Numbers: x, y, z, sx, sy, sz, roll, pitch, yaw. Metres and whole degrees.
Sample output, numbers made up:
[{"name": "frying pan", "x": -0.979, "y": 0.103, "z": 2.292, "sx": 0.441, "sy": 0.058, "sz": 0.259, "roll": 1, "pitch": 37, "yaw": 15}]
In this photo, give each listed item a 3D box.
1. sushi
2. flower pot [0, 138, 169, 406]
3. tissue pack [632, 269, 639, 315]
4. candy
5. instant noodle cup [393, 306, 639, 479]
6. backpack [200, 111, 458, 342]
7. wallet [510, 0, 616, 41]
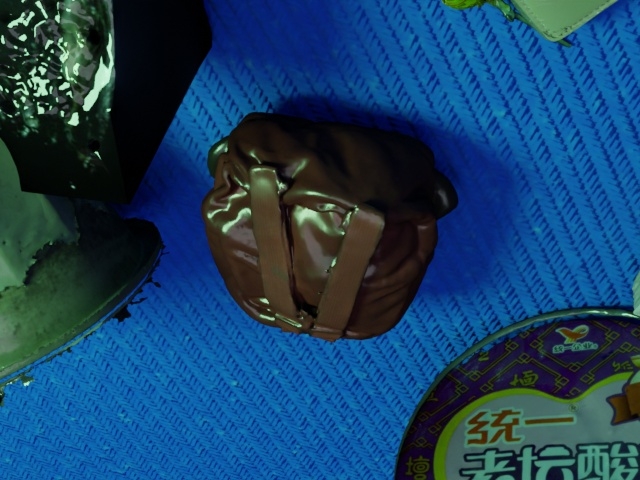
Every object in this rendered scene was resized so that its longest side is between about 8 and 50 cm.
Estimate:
[{"name": "sushi", "x": -0.205, "y": -0.188, "z": 0.814, "sx": 0.212, "sy": 0.215, "sz": 0.227, "roll": 6, "pitch": 133, "yaw": 10}, {"name": "flower pot", "x": -0.308, "y": -0.029, "z": 0.969, "sx": 0.290, "sy": 0.290, "sz": 0.259, "roll": -14, "pitch": 115, "yaw": 25}, {"name": "tissue pack", "x": 0.452, "y": 0.050, "z": 0.963, "sx": 0.325, "sy": 0.071, "sz": 0.170, "roll": 21, "pitch": 131, "yaw": -4}, {"name": "candy", "x": 0.144, "y": -0.175, "z": 0.868, "sx": 0.123, "sy": 0.035, "sz": 0.035, "roll": 25, "pitch": 165, "yaw": -21}, {"name": "instant noodle cup", "x": 0.265, "y": 0.273, "z": 1.060, "sx": 0.340, "sy": 0.340, "sz": 0.266, "roll": -9, "pitch": 137, "yaw": 22}, {"name": "backpack", "x": 0.000, "y": -0.001, "z": 0.983, "sx": 0.229, "sy": 0.139, "sz": 0.229, "roll": 7, "pitch": 130, "yaw": 8}, {"name": "wallet", "x": 0.160, "y": -0.225, "z": 0.808, "sx": 0.110, "sy": 0.039, "sz": 0.155, "roll": -34, "pitch": 117, "yaw": 30}]
